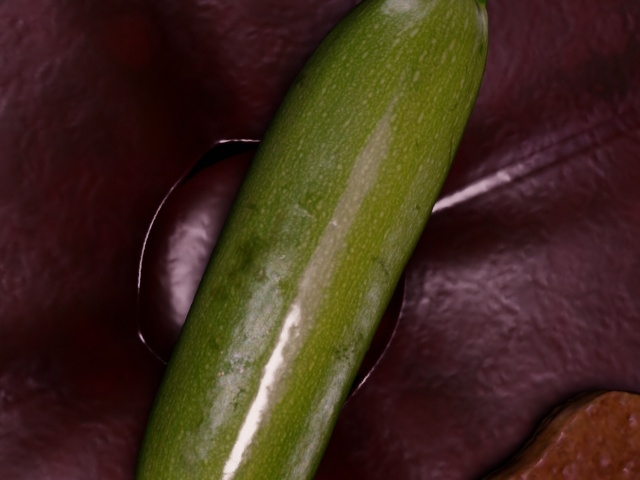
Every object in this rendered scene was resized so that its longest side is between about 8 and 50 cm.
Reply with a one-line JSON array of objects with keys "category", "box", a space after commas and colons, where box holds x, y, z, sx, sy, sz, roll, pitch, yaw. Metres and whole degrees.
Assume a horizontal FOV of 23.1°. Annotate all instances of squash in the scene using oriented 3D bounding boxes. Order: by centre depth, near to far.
[{"category": "squash", "box": [0.000, 0.000, 0.812, 0.101, 0.101, 0.379, 26, 84, -10]}]

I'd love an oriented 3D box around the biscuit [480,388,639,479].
[{"category": "biscuit", "box": [0.159, 0.235, 0.853, 0.257, 0.049, 0.273, 38, 76, -13]}]
